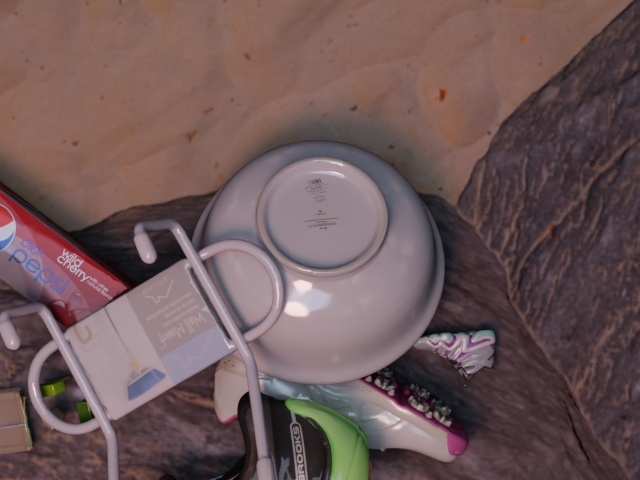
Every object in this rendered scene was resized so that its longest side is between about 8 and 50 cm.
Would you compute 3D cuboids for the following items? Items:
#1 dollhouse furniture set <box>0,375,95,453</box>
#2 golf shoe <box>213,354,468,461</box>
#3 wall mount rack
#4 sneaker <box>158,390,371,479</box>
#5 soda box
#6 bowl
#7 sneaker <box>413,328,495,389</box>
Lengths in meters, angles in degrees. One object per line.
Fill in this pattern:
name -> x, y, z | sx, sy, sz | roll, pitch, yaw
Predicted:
dollhouse furniture set -> -0.324, 0.203, 1.677 | 0.151, 0.058, 0.076 | -10, 95, 19
golf shoe -> 0.017, 0.199, 1.640 | 0.306, 0.115, 0.140 | 24, 97, 9
wall mount rack -> -0.181, 0.158, 1.502 | 0.350, 0.130, 0.304 | -31, 85, 23
sneaker -> -0.134, 0.370, 1.570 | 0.202, 0.185, 0.483 | 32, 95, -3
soda box -> -0.340, 0.010, 1.649 | 0.263, 0.092, 0.083 | 36, 89, 2
bowl -> 0.000, 0.000, 1.576 | 0.298, 0.134, 0.298 | 1, 65, -3
sneaker -> 0.159, 0.141, 1.666 | 0.098, 0.038, 0.069 | -4, 87, 1
